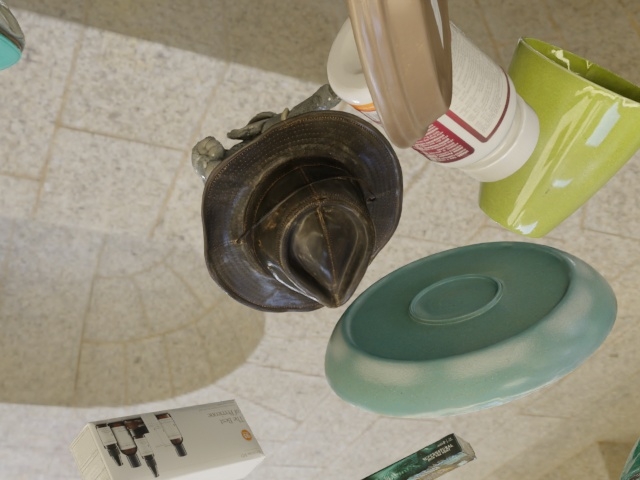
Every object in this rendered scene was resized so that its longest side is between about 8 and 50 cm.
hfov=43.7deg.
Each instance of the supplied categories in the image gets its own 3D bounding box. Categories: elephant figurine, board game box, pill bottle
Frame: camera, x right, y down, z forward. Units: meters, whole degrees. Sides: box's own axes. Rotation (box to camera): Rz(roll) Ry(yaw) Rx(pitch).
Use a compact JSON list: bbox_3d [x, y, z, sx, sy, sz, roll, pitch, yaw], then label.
[{"bbox_3d":[-0.074,-0.143,1.289,0.239,0.169,0.186,-43,-135,-14],"label":"elephant figurine"},{"bbox_3d":[0.124,0.281,0.980,0.026,0.126,0.186,63,5,22],"label":"board game box"},{"bbox_3d":[0.121,-0.148,0.811,0.121,0.221,0.121,-24,-127,37],"label":"pill bottle"}]

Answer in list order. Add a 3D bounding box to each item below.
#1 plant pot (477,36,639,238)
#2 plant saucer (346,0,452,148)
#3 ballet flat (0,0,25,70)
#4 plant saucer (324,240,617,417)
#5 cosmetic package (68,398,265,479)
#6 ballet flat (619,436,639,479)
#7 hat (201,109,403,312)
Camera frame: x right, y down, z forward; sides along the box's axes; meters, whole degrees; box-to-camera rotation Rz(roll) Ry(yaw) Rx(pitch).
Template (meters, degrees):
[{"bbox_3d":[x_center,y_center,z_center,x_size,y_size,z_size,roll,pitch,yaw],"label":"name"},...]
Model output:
[{"bbox_3d":[0.401,-0.161,1.393,0.293,0.275,0.274,-65,-152,24],"label":"plant pot"},{"bbox_3d":[0.053,-0.201,0.536,0.278,0.041,0.277,-6,90,-76],"label":"plant saucer"},{"bbox_3d":[-0.308,-0.196,0.657,0.213,0.072,0.068,128,-64,-86],"label":"ballet flat"},{"bbox_3d":[0.149,0.076,0.856,0.317,0.318,0.043,30,-38,65],"label":"plant saucer"},{"bbox_3d":[-0.188,0.269,1.017,0.060,0.239,0.099,-47,-119,28],"label":"cosmetic package"},{"bbox_3d":[0.227,0.188,0.528,0.083,0.247,0.087,39,-59,20],"label":"ballet flat"},{"bbox_3d":[0.000,0.000,1.076,0.134,0.331,0.331,55,-49,47],"label":"hat"}]
